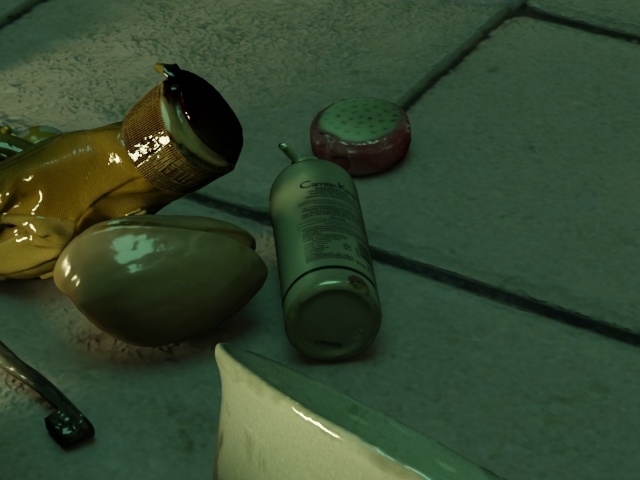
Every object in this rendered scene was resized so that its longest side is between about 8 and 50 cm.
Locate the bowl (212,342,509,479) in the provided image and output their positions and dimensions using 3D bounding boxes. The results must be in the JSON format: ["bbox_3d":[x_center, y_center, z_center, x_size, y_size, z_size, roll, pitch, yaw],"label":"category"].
[{"bbox_3d":[0.083,0.248,1.198,0.435,0.196,0.435,27,-1,0],"label":"bowl"}]

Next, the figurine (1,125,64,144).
[{"bbox_3d":[-0.250,-0.061,1.851,0.101,0.068,0.143,-29,58,-22],"label":"figurine"}]

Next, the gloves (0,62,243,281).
[{"bbox_3d":[-0.230,-0.045,1.739,0.331,0.141,0.154,-22,22,22],"label":"gloves"}]

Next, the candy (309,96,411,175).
[{"bbox_3d":[0.040,-0.105,1.910,0.103,0.043,0.103,-3,36,2],"label":"candy"}]

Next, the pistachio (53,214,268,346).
[{"bbox_3d":[-0.139,0.029,1.654,0.185,0.124,0.124,-13,36,-15],"label":"pistachio"}]

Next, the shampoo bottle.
[{"bbox_3d":[0.000,0.000,1.722,0.085,0.085,0.262,-5,34,-3],"label":"shampoo bottle"}]

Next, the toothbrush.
[{"bbox_3d":[-0.284,0.096,1.650,0.031,0.030,0.297,-33,44,-22],"label":"toothbrush"}]
